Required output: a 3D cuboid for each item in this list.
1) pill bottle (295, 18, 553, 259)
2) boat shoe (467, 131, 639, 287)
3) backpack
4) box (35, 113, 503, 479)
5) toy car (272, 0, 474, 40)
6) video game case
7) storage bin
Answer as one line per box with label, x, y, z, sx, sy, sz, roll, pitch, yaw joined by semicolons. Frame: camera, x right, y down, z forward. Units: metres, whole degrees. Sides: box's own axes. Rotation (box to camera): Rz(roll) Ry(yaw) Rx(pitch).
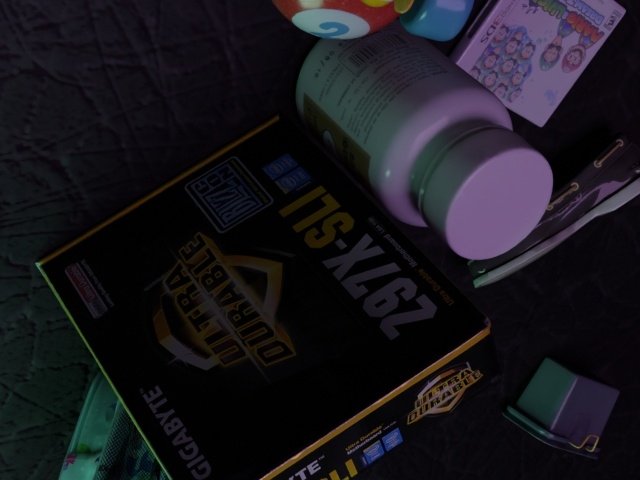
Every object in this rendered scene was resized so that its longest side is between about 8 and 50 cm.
pill bottle;0.086;-0.087;1.053;0.131;0.229;0.131;-18;131;-22
boat shoe;0.245;-0.031;1.329;0.227;0.069;0.081;-32;175;-6
backpack;-0.102;0.180;1.139;0.225;0.191;0.254;48;50;-47
box;-0.050;0.061;1.004;0.257;0.322;0.079;-31;136;-11
toy car;0.041;-0.216;0.878;0.219;0.238;0.210;11;117;-18
video game case;0.208;-0.195;1.209;0.157;0.019;0.143;22;109;-44
storage bin;0.307;0.204;1.539;0.135;0.098;0.091;21;98;-43
